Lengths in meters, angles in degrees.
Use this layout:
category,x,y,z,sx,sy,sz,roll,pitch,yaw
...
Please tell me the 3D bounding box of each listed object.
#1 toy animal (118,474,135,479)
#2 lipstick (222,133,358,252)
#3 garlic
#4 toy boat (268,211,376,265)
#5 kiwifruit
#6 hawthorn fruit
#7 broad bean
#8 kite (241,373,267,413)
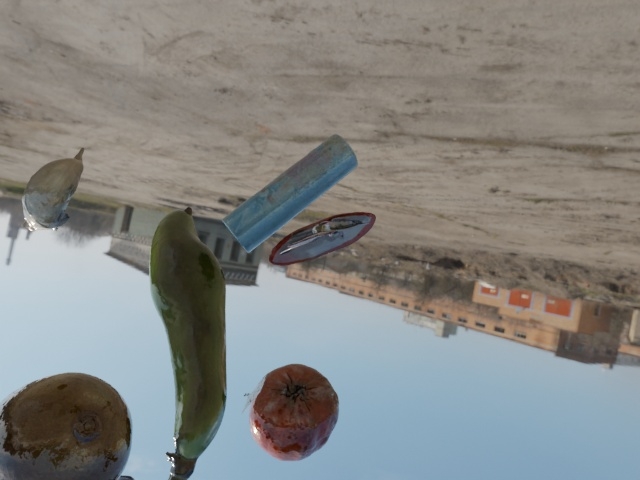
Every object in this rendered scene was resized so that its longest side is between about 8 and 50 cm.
category,x,y,z,sx,sy,sz,roll,pitch,yaw
toy animal,-0.599,0.619,1.097,0.298,0.122,0.185,-16,-144,-41
lipstick,-0.032,-0.053,0.512,0.048,0.158,0.048,50,172,9
garlic,-0.420,-0.082,0.724,0.066,0.152,0.084,29,180,-43
toy boat,-0.019,0.007,0.872,0.219,0.072,0.318,-22,-178,26
kiwifruit,-0.375,0.288,0.662,0.195,0.196,0.234,14,139,-44
hawthorn fruit,-0.071,0.474,1.229,0.241,0.272,0.242,3,-146,-2
broad bean,-0.133,0.092,0.473,0.075,0.325,0.067,-14,146,1
kite,-0.069,0.157,0.490,0.002,0.044,0.078,37,174,-4
